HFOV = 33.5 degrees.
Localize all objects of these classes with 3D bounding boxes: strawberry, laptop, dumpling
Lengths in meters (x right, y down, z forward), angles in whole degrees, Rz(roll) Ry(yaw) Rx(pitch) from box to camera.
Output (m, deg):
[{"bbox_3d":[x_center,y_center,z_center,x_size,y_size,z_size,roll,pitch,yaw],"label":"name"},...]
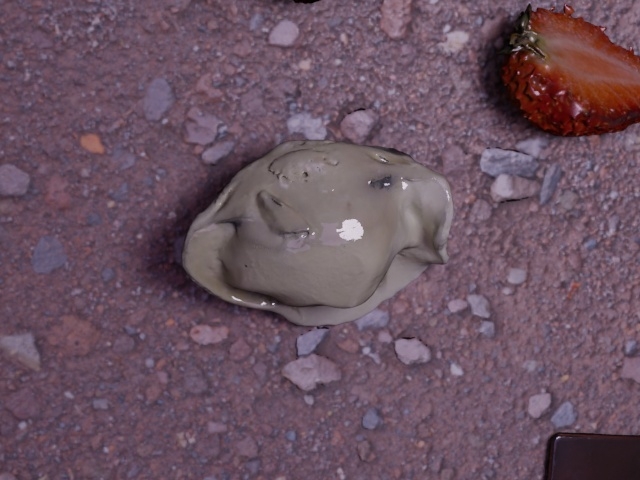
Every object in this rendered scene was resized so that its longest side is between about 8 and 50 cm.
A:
[{"bbox_3d":[0.314,-0.186,1.322,0.236,0.107,0.175,33,52,-10],"label":"strawberry"},{"bbox_3d":[0.366,0.357,1.404,0.154,0.026,0.207,3,93,-7],"label":"laptop"},{"bbox_3d":[0.000,0.000,1.277,0.318,0.187,0.243,-13,136,1],"label":"dumpling"}]

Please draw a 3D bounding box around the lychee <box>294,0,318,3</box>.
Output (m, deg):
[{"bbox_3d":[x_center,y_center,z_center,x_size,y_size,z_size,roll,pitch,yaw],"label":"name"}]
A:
[{"bbox_3d":[-0.021,-0.339,1.249,0.123,0.123,0.129,52,50,-9],"label":"lychee"}]
